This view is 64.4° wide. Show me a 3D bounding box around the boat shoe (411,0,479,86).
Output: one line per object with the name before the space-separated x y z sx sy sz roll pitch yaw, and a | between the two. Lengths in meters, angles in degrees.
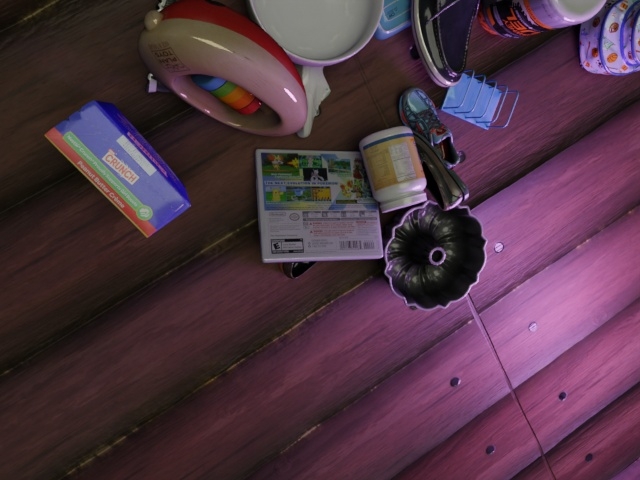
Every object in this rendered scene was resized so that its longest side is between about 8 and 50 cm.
boat shoe | 0.345 -0.656 1.306 0.187 0.156 0.499 -11 106 -39

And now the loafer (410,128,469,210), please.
loafer | 0.287 -0.196 1.386 0.084 0.096 0.267 -36 75 -16

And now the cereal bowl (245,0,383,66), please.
cereal bowl | -0.024 -0.585 1.224 0.339 0.141 0.338 -2 97 -17

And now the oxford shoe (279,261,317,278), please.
oxford shoe | 0.000 0.000 1.395 0.097 0.098 0.271 38 89 -21

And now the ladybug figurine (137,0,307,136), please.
ladybug figurine | -0.195 -0.379 1.124 0.449 0.305 0.161 27 72 -58

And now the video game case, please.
video game case | -0.003 -0.094 1.348 0.329 0.036 0.299 -1 79 -17

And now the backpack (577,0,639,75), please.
backpack | 0.908 -0.608 1.493 0.264 0.213 0.276 -19 110 -2

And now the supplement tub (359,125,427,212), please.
supplement tub | 0.194 -0.185 1.337 0.145 0.144 0.199 -15 89 -14

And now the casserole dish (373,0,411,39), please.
casserole dish | 0.202 -0.617 1.352 0.189 0.037 0.114 -32 109 -7

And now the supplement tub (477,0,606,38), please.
supplement tub | 0.556 -0.634 1.309 0.194 0.316 0.193 -4 104 -16

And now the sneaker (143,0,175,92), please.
sneaker | -0.348 -0.458 1.198 0.106 0.078 0.234 7 104 -22

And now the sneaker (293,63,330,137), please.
sneaker | -0.018 -0.374 1.322 0.094 0.080 0.212 -3 102 -29

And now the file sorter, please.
file sorter | 0.454 -0.401 1.443 0.171 0.104 0.118 17 96 -20

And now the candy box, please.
candy box | -0.421 -0.165 1.109 0.122 0.317 0.268 -41 110 -5

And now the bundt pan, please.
bundt pan | 0.313 0.032 1.488 0.331 0.124 0.330 -4 103 -16

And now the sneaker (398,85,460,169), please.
sneaker | 0.316 -0.312 1.409 0.104 0.125 0.261 -36 110 -8
